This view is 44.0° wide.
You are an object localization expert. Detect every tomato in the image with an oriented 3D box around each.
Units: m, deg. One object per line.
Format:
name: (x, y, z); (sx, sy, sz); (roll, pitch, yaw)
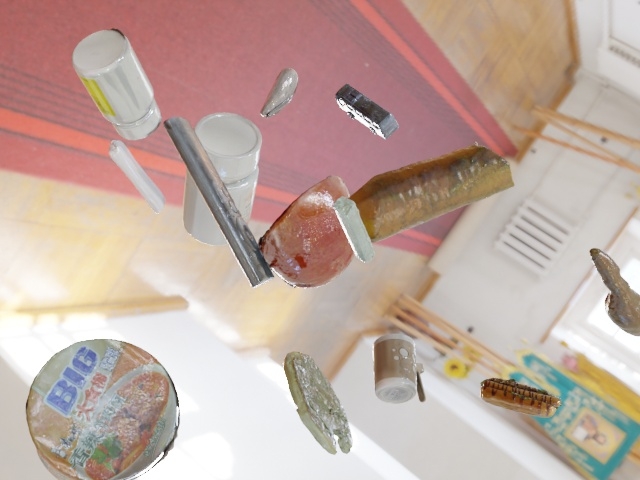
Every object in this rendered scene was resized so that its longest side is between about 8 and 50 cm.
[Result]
tomato: (0.001, 0.006, 1.878); (0.309, 0.170, 0.309); (-41, 166, -12)

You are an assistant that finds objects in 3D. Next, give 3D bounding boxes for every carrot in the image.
carrot: (0.183, -0.087, 1.389); (0.302, 0.114, 0.114); (-22, 154, -2)

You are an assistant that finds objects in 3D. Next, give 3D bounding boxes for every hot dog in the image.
hot dog: (0.283, 0.220, 1.127); (0.049, 0.122, 0.036); (-42, 130, -46)

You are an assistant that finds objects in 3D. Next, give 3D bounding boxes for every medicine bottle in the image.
medicine bottle: (-0.483, -0.369, 1.912); (0.143, 0.143, 0.258); (-48, 151, -17)
medicine bottle: (-0.292, -0.175, 2.326); (0.211, 0.211, 0.371); (-37, 157, -37)

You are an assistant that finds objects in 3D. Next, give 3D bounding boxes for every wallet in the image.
wallet: (-0.419, -0.149, 1.811); (0.033, 0.190, 0.095); (-35, -161, 2)

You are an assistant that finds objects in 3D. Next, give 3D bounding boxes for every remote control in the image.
remote control: (-0.204, -0.078, 1.608); (0.044, 0.377, 0.107); (-30, 177, 15)

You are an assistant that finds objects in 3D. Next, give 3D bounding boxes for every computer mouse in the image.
computer mouse: (-0.067, -0.250, 1.359); (0.096, 0.039, 0.066); (-65, -169, -9)

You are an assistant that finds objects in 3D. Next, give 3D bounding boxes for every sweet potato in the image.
sweet potato: (0.573, 0.116, 1.502); (0.074, 0.075, 0.269); (-49, 122, -14)

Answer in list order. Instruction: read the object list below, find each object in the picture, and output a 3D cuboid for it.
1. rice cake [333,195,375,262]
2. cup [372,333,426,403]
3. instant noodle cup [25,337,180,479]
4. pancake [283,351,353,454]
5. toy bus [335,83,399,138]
rice cake: (0.057, -0.016, 1.293); (0.029, 0.033, 0.170); (-48, 147, -15)
cup: (0.130, 0.226, 1.340); (0.102, 0.074, 0.099); (60, 24, -44)
instant noodle cup: (-0.449, 0.364, 1.596); (0.296, 0.296, 0.214); (-39, 175, -34)
pancake: (-0.007, 0.339, 1.663); (0.037, 0.253, 0.253); (-33, 161, 10)
toy bus: (0.097, -0.278, 1.695); (0.047, 0.166, 0.065); (-44, 143, -5)
